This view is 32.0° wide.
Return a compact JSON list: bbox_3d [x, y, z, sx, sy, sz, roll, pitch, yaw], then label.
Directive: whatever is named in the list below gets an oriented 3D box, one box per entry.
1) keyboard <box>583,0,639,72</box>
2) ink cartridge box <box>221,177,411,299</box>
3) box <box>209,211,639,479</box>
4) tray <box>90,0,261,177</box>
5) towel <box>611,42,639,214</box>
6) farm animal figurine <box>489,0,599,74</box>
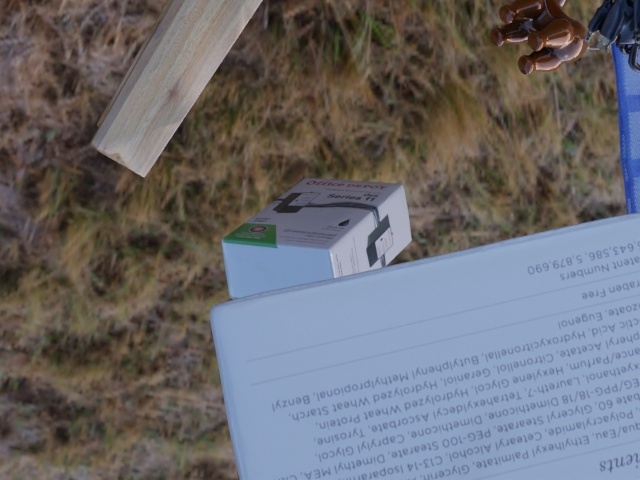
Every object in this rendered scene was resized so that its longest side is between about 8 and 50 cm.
[{"bbox_3d":[0.239,-0.160,0.533,0.201,0.033,0.317,19,120,26],"label":"keyboard"},{"bbox_3d":[0.000,0.000,1.372,0.153,0.208,0.087,5,116,28],"label":"ink cartridge box"},{"bbox_3d":[0.052,0.071,0.494,0.181,0.119,0.181,-12,174,-4],"label":"box"},{"bbox_3d":[-0.091,-0.256,1.070,0.076,0.203,0.411,30,138,-11],"label":"tray"},{"bbox_3d":[0.381,-0.092,0.880,0.285,0.209,0.034,-4,168,12],"label":"towel"},{"bbox_3d":[0.277,-0.316,1.020,0.172,0.326,0.330,-22,120,-25],"label":"farm animal figurine"}]
